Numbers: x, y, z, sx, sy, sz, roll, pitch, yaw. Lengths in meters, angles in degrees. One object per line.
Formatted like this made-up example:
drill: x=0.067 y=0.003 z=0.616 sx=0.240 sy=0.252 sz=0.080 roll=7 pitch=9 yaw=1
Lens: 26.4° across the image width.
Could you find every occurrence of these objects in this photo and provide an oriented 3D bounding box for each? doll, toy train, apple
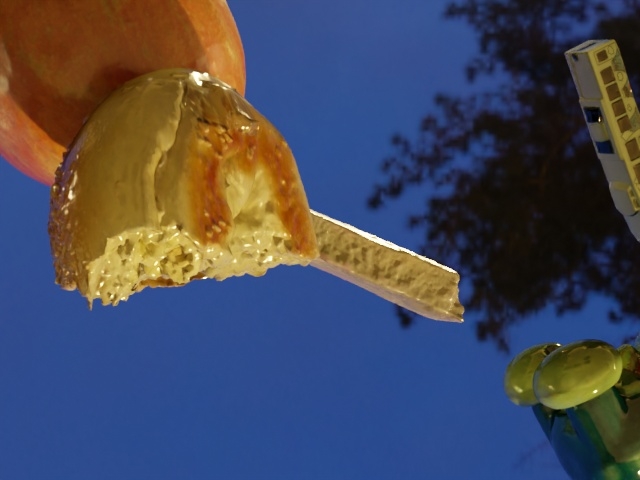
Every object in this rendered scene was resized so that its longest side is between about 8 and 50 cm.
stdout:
doll: x=0.327 y=0.127 z=1.160 sx=0.322 sy=0.198 sz=0.186 roll=-19 pitch=-91 yaw=-10
toy train: x=0.274 y=-0.079 z=1.223 sx=0.047 sy=0.207 sz=0.043 roll=-28 pitch=-164 yaw=-17
apple: x=-0.236 y=-0.200 z=1.382 sx=0.302 sy=0.301 sz=0.301 roll=-3 pitch=-131 yaw=3

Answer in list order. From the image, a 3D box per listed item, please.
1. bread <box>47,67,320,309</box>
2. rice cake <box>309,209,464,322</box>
bread: x=-0.132 y=-0.050 z=1.182 sx=0.171 sy=0.314 sz=0.192 roll=-12 pitch=-91 yaw=25
rice cake: x=0.000 y=-0.001 z=1.627 sx=0.399 sy=0.070 sz=0.064 roll=25 pitch=-104 yaw=-18
